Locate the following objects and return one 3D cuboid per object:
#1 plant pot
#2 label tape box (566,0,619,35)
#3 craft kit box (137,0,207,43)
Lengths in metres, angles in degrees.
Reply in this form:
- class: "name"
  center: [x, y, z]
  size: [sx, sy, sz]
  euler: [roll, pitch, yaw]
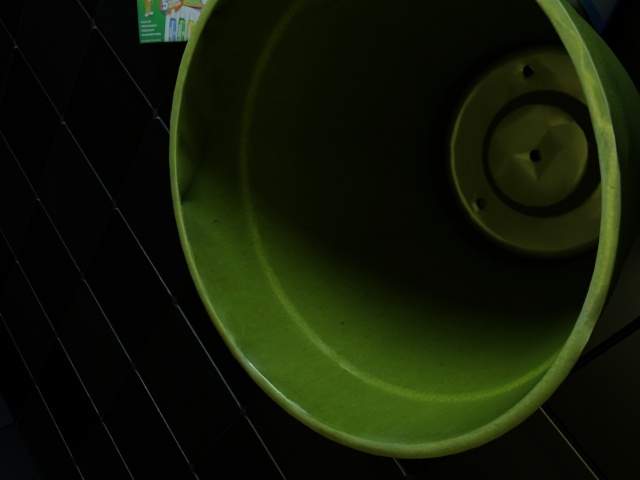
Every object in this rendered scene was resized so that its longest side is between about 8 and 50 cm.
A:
- class: "plant pot"
  center: [0.123, -0.059, 0.551]
  size: [0.366, 0.353, 0.366]
  euler: [11, 107, 40]
- class: "label tape box"
  center: [0.160, -0.369, 0.574]
  size: [0.334, 0.106, 0.240]
  euler: [36, 108, 30]
- class: "craft kit box"
  center: [-0.192, -0.427, 0.952]
  size: [0.250, 0.061, 0.246]
  euler: [12, 106, 40]
